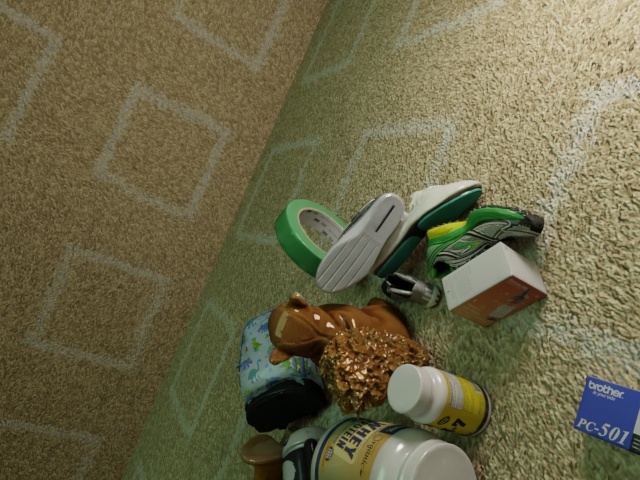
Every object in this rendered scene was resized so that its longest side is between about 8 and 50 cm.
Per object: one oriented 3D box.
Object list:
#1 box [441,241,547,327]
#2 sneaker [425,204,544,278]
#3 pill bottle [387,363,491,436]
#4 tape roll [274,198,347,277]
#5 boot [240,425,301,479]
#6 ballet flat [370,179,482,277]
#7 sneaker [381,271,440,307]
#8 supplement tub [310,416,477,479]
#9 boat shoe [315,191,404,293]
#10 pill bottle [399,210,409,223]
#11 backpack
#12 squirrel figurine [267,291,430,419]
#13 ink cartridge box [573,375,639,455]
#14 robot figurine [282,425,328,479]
[{"bbox_3d":[0.382,0.103,1.050,0.170,0.130,0.091,-42,35,38],"label":"box"},{"bbox_3d":[0.389,0.016,1.140,0.343,0.134,0.146,-32,48,59],"label":"sneaker"},{"bbox_3d":[0.251,0.337,1.004,0.119,0.208,0.119,-41,36,39],"label":"pill bottle"},{"bbox_3d":[0.000,0.000,1.588,0.077,0.321,0.321,-48,32,27],"label":"tape roll"},{"bbox_3d":[-0.167,0.685,1.409,0.104,0.295,0.211,28,97,28],"label":"boot"},{"bbox_3d":[0.265,-0.057,1.335,0.400,0.139,0.139,-45,33,26],"label":"ballet flat"},{"bbox_3d":[0.216,0.120,1.322,0.228,0.132,0.086,3,71,60],"label":"sneaker"},{"bbox_3d":[0.149,0.514,1.017,0.316,0.228,0.228,-19,52,54],"label":"supplement tub"},{"bbox_3d":[0.108,0.010,1.322,0.335,0.121,0.119,-48,10,-5],"label":"boat shoe"},{"bbox_3d":[0.202,-0.017,1.488,0.184,0.103,0.103,-53,30,21],"label":"pill bottle"},{"bbox_3d":[-0.139,0.409,1.600,0.290,0.273,0.356,-29,27,21],"label":"backpack"},{"bbox_3d":[0.059,0.267,1.218,0.397,0.370,0.281,22,87,62],"label":"squirrel figurine"},{"bbox_3d":[0.520,0.295,0.747,0.207,0.046,0.097,5,71,61],"label":"ink cartridge box"},{"bbox_3d":[-0.018,0.641,1.261,0.209,0.173,0.278,-45,34,27],"label":"robot figurine"}]
